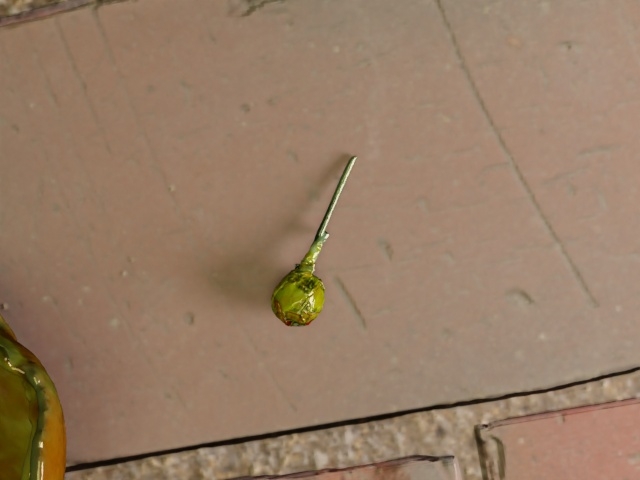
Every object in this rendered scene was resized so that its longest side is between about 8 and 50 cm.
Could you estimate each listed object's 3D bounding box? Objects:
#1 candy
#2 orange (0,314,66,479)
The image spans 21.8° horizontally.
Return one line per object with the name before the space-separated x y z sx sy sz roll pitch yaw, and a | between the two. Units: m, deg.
candy | 0.000 0.000 1.113 0.035 0.035 0.123 20 89 17
orange | -0.297 0.134 1.031 0.334 0.196 0.262 34 77 36
